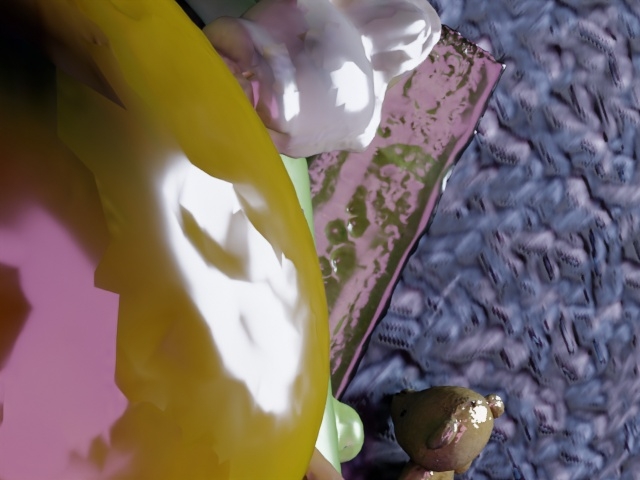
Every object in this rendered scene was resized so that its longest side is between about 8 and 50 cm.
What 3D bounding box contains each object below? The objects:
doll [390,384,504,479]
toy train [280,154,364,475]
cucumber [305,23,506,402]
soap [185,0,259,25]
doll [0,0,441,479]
[{"bbox_3d":[0.057,0.111,0.947,0.061,0.051,0.093,-32,126,-41],"label":"doll"},{"bbox_3d":[-0.055,0.068,0.715,0.157,0.105,0.253,3,68,-25],"label":"toy train"},{"bbox_3d":[-0.002,-0.001,0.853,0.078,0.062,0.211,27,90,-16],"label":"cucumber"},{"bbox_3d":[-0.037,-0.199,0.723,0.160,0.087,0.265,-57,135,-14],"label":"soap"},{"bbox_3d":[-0.058,0.034,0.586,0.348,0.161,0.423,2,69,-42],"label":"doll"}]
